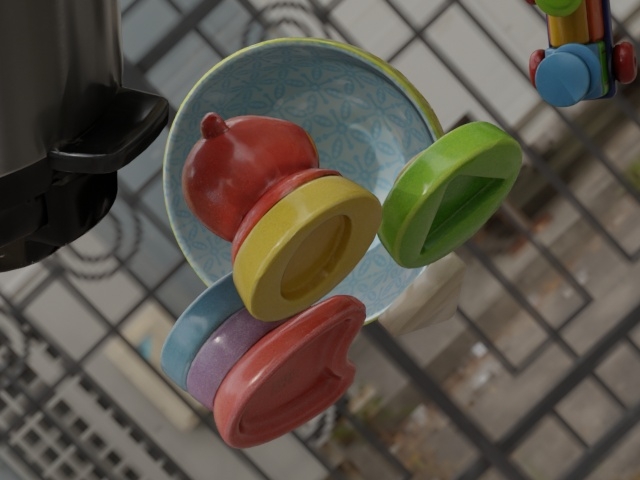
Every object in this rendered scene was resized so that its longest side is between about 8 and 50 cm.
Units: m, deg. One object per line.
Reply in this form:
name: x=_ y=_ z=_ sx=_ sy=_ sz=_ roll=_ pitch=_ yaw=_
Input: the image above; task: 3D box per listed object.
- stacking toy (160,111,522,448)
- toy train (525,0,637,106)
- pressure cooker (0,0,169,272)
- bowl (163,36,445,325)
stacking toy: x=0.000 y=0.000 z=1.296 sx=0.279 sy=0.130 sz=0.309 roll=-28 pitch=-28 yaw=-32
toy train: x=0.236 y=-0.251 z=1.585 sx=0.105 sy=0.248 sz=0.143 roll=-3 pitch=11 yaw=18
pressure cooker: x=-0.317 y=-0.169 z=1.088 sx=0.375 sy=0.420 sz=0.370 roll=-14 pitch=35 yaw=-22
bowl: x=0.008 y=-0.065 z=1.629 sx=0.289 sy=0.289 sz=0.156 roll=-40 pitch=-3 yaw=23
